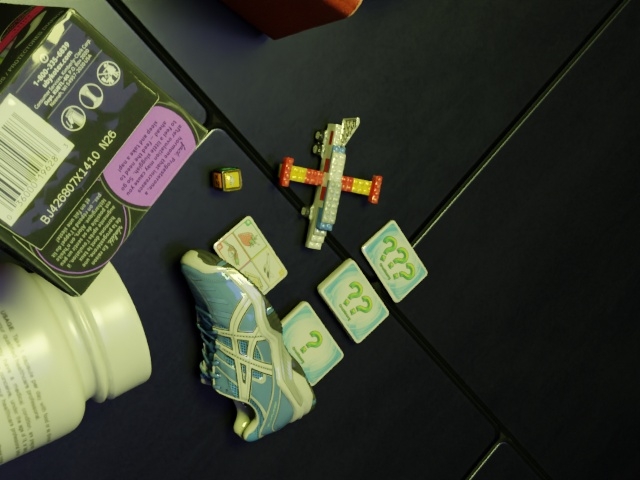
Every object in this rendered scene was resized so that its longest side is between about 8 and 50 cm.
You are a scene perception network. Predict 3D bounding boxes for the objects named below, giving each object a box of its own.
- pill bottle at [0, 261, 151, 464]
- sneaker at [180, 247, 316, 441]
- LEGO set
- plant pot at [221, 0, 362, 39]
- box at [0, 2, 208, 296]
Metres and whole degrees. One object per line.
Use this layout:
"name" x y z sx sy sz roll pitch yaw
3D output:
"pill bottle" -0.297 0.115 1.125 0.283 0.160 0.160 -24 109 -22
"sneaker" -0.080 0.102 1.282 0.081 0.080 0.211 -37 113 -21
"LEGO set" 0.000 0.000 1.320 0.182 0.060 0.244 -42 115 -19
"plant pot" -0.050 -0.351 1.126 0.236 0.267 0.267 28 86 -16
"box" -0.233 -0.082 1.058 0.143 0.270 0.165 42 79 -27
